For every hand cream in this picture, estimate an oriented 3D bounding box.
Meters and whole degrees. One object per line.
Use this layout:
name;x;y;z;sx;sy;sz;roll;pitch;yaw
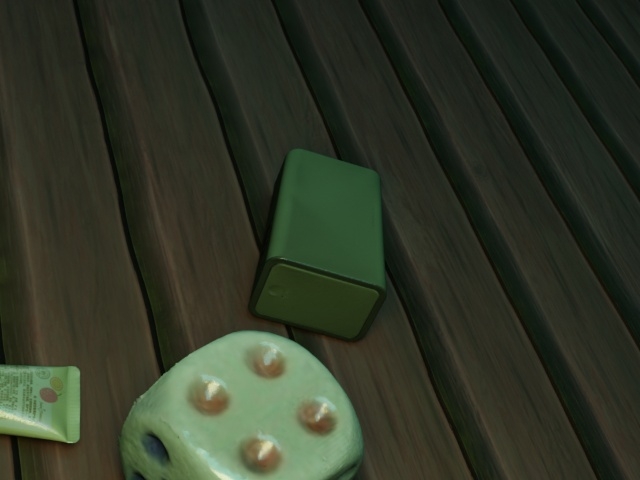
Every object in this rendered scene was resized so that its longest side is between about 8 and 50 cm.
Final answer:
hand cream;-0.515;0.233;1.524;0.306;0.093;0.147;7;41;-19

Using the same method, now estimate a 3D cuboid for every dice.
dice;-0.114;0.313;1.491;0.262;0.264;0.268;45;47;19

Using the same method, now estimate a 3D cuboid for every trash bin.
trash bin;0.000;0.000;1.916;0.223;0.158;0.343;15;40;-10
